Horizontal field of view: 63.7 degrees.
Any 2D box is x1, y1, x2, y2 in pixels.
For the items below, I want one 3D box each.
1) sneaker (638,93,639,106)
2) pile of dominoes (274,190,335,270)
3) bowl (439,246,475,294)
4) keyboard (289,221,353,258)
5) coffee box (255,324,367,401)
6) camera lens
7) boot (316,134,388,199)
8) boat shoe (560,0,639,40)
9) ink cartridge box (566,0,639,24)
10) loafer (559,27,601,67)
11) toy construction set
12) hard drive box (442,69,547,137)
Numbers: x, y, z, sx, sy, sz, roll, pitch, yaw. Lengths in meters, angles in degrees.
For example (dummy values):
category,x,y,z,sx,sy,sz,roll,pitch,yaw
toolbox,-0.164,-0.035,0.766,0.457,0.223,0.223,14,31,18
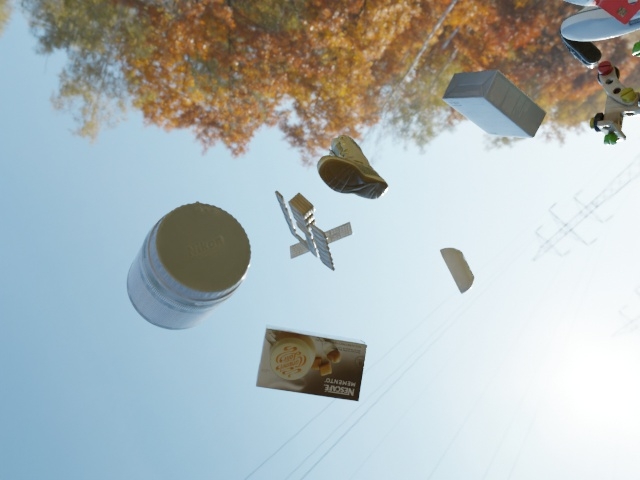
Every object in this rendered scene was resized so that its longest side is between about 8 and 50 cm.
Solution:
category,x,y,z,sx,sy,sz,roll,pitch,yaw
sneaker,0.458,-0.262,0.690,0.077,0.178,0.072,21,175,-14
pile of dominoes,-0.025,-0.028,1.357,0.040,0.251,0.196,-41,-115,-12
bowl,0.391,0.079,1.447,0.142,0.053,0.142,67,-164,10
keyboard,0.000,0.000,1.939,0.072,0.256,0.014,-95,-22,-53
coffee box,-0.023,0.296,1.254,0.247,0.141,0.098,11,175,-5
camera lens,-0.293,0.065,1.132,0.220,0.274,0.219,13,-119,-25
boot,0.064,-0.231,1.491,0.262,0.095,0.203,12,-140,-41
boat shoe,0.938,-0.739,1.583,0.136,0.367,0.156,20,-106,-44
ink cartridge box,0.628,-0.597,1.156,0.232,0.066,0.189,47,171,9
loafer,0.973,-0.730,1.949,0.078,0.080,0.219,50,-160,-61
toy construction set,0.866,-0.383,1.388,0.258,0.237,0.309,18,175,21
hard drive box,0.504,-0.393,1.502,0.232,0.089,0.181,26,-179,-30
